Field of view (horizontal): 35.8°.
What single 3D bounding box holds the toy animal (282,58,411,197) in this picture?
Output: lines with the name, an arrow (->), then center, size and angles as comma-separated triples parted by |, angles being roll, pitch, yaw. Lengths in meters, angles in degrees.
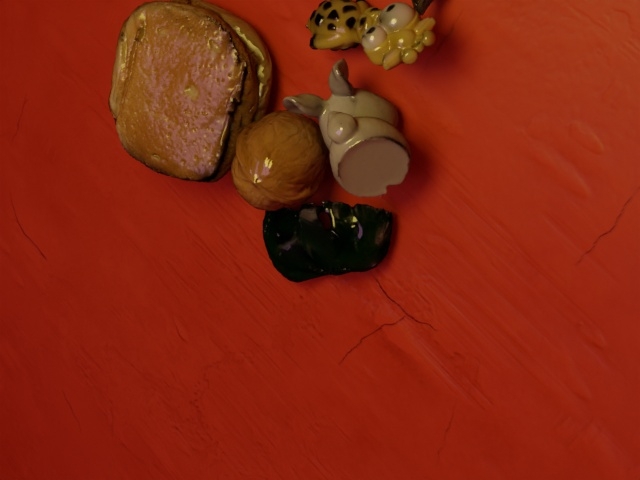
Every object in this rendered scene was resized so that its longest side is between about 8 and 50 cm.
toy animal -> 0.050, -0.168, 1.525 | 0.127, 0.179, 0.193 | -39, 49, 19

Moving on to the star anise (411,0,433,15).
star anise -> 0.161, -0.495, 1.416 | 0.332, 0.118, 0.331 | 15, 117, 31

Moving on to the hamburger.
hamburger -> -0.226, -0.258, 1.736 | 0.284, 0.174, 0.304 | 31, 118, 26

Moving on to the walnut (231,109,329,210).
walnut -> -0.066, -0.132, 1.627 | 0.159, 0.206, 0.159 | 9, 119, 16

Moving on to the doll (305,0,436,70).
doll -> 0.067, -0.317, 1.499 | 0.117, 0.086, 0.291 | -47, 34, -6

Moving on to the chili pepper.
chili pepper -> -0.002, 0.002, 1.661 | 0.265, 0.116, 0.148 | -5, 102, 39
